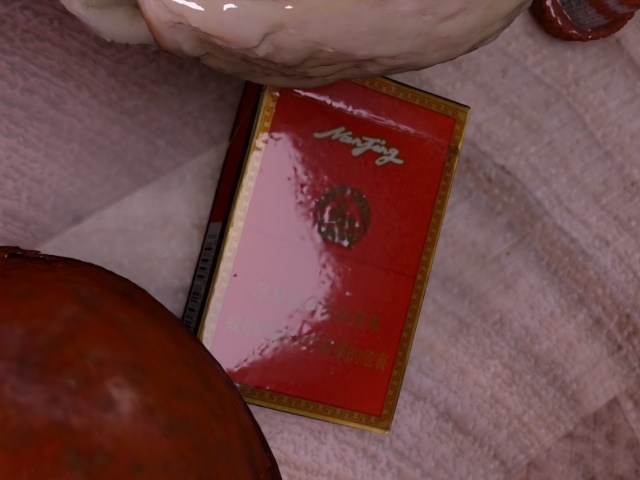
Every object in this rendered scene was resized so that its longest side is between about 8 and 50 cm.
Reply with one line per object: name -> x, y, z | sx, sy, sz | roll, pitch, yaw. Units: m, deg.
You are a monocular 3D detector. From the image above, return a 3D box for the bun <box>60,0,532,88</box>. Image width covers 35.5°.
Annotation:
bun -> -0.042, -0.210, 0.526 | 0.352, 0.349, 0.227 | 30, 77, -6

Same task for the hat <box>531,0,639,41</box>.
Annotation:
hat -> 0.232, -0.205, 0.728 | 0.093, 0.162, 0.112 | 10, 90, -22

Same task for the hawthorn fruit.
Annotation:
hawthorn fruit -> -0.172, 0.113, 0.542 | 0.276, 0.276, 0.307 | -22, 80, -18

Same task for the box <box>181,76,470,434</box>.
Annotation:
box -> 0.000, 0.000, 0.695 | 0.153, 0.074, 0.240 | 16, 85, -15
